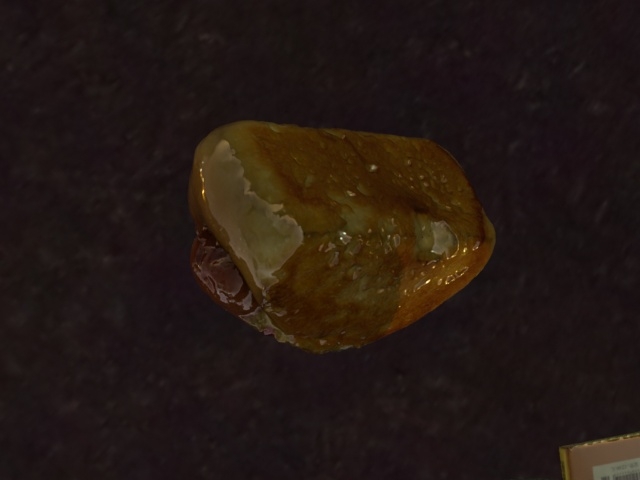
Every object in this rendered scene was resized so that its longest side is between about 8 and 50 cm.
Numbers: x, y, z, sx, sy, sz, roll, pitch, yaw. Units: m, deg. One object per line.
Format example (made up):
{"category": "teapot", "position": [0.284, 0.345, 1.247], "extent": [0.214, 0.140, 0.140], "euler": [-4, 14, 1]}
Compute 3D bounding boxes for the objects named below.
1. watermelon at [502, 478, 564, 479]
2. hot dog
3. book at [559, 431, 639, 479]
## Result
{"category": "watermelon", "position": [0.138, 0.247, 1.039], "extent": [0.322, 0.188, 0.175], "euler": [-41, 80, 40]}
{"category": "hot dog", "position": [0.000, 0.000, 1.083], "extent": [0.153, 0.257, 0.150], "euler": [-50, 54, 35]}
{"category": "book", "position": [0.401, 0.387, 1.560], "extent": [0.028, 0.262, 0.374], "euler": [177, 87, -71]}
